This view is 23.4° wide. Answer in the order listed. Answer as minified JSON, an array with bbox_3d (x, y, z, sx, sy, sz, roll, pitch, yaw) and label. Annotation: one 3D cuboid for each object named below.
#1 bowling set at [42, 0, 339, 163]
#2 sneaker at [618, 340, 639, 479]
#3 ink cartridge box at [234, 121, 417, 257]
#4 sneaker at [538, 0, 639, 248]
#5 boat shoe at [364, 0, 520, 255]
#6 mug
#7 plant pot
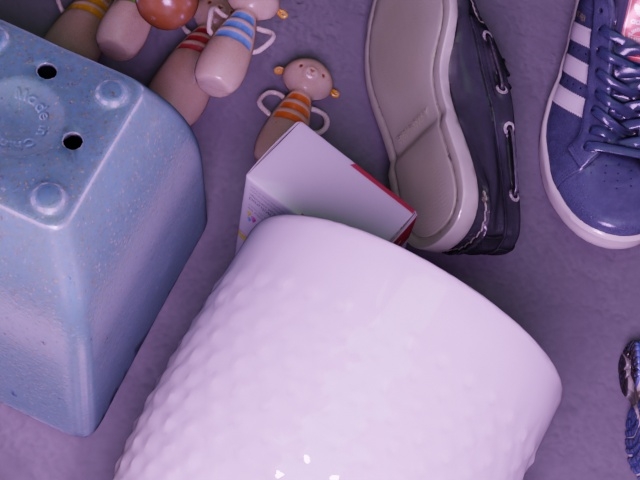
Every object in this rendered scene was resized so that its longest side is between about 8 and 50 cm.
[{"bbox_3d":[-0.106,-0.201,1.389,0.287,0.200,0.154,23,60,-1],"label":"bowling set"},{"bbox_3d":[0.299,0.151,1.345,0.058,0.052,0.135,7,62,-10],"label":"sneaker"},{"bbox_3d":[0.000,0.000,1.306,0.127,0.175,0.072,38,66,12],"label":"ink cartridge box"},{"bbox_3d":[0.289,-0.166,1.456,0.131,0.148,0.350,10,61,-4],"label":"sneaker"},{"bbox_3d":[0.127,-0.132,1.437,0.113,0.127,0.340,18,48,-34],"label":"boat shoe"},{"bbox_3d":[0.021,0.219,1.163,0.374,0.276,0.328,39,70,-22],"label":"mug"},{"bbox_3d":[-0.238,-0.036,1.242,0.247,0.252,0.247,24,61,4],"label":"plant pot"}]
